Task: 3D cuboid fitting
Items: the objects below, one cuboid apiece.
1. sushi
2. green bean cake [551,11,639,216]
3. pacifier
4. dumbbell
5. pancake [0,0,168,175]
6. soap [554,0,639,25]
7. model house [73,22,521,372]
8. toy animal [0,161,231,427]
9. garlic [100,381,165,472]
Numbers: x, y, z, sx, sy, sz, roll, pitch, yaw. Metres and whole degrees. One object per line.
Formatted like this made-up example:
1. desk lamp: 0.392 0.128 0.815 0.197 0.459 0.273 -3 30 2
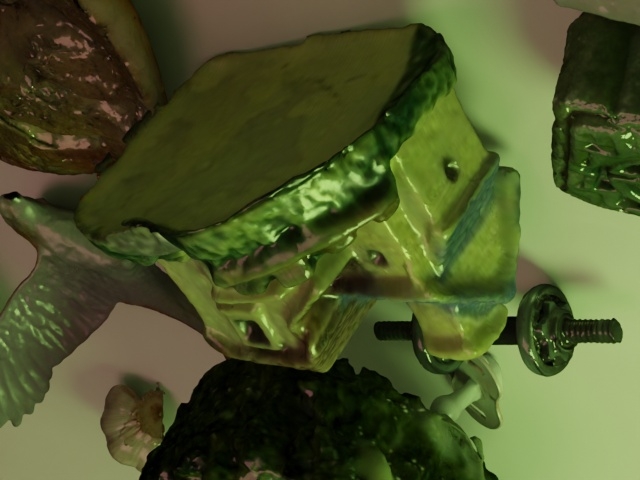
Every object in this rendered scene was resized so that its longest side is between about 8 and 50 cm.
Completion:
1. sushi: 0.019 0.261 1.526 0.352 0.178 0.294 40 137 -12
2. green bean cake: 0.255 -0.075 1.158 0.183 0.094 0.185 12 163 10
3. pacifier: 0.132 0.144 1.547 0.081 0.078 0.099 35 150 36
4. dumbbell: 0.152 0.080 1.458 0.254 0.081 0.081 -2 129 39
5. pancake: -0.295 -0.197 1.492 0.387 0.082 0.387 27 148 18
6. soap: 0.291 -0.248 0.980 0.285 0.107 0.296 16 140 20
7. model house: 0.000 0.000 1.344 0.321 0.261 0.266 -1 133 46
8. toy animal: -0.184 0.056 1.622 0.284 0.225 0.302 14 144 -2
9. garlic: -0.213 0.218 1.888 0.113 0.074 0.094 67 156 0
